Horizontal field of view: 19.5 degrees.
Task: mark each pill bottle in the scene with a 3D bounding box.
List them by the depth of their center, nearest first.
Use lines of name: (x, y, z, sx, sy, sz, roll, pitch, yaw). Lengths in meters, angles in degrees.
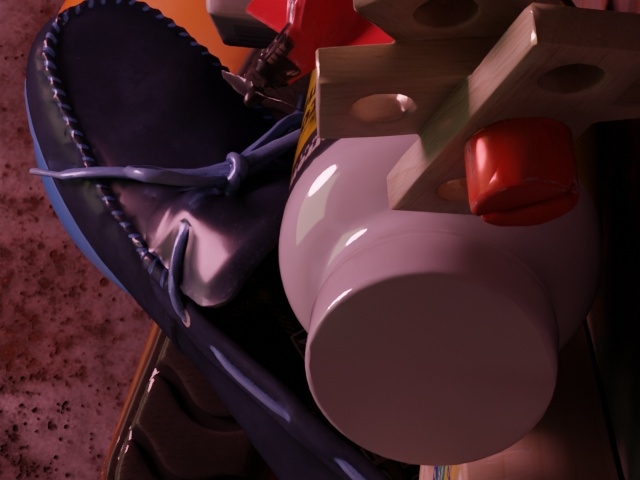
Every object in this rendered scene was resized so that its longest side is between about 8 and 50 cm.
pill bottle: (0.041, -0.015, 0.615, 0.184, 0.103, 0.103, -80, -5, -54)

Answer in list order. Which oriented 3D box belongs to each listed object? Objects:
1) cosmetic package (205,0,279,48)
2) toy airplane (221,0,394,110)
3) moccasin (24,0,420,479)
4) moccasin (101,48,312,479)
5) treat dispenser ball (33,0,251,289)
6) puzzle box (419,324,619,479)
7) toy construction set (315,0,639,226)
cosmetic package: (0.029, -0.183, 0.867, 0.151, 0.151, 0.184, -97, 10, -88)
toy airplane: (0.025, -0.100, 0.613, 0.028, 0.151, 0.151, 47, -154, -30)
moccasin: (-0.013, 0.007, 0.879, 0.342, 0.137, 0.117, 49, 159, 10)
moccasin: (0.003, 0.001, 1.056, 0.147, 0.139, 0.380, 10, -82, -75)
treat dispenser ball: (-0.049, -0.084, 1.252, 0.288, 0.288, 0.288, -177, 90, -89)
puzzle box: (0.057, 0.234, 0.698, 0.272, 0.052, 0.409, -89, 3, -65)
toy construction set: (0.018, -0.169, 0.481, 0.215, 0.151, 0.328, -31, 70, 48)
